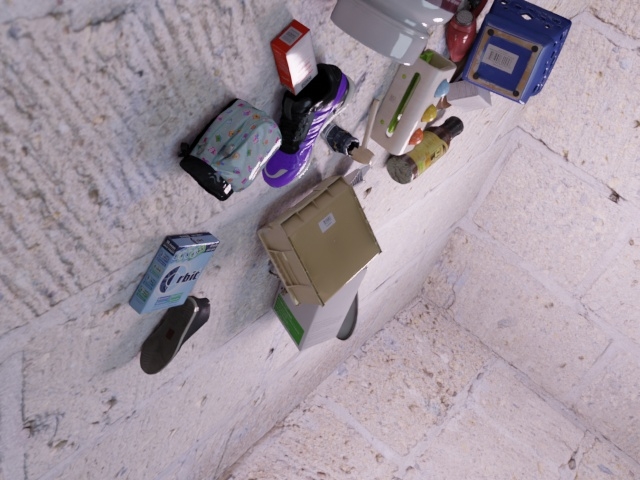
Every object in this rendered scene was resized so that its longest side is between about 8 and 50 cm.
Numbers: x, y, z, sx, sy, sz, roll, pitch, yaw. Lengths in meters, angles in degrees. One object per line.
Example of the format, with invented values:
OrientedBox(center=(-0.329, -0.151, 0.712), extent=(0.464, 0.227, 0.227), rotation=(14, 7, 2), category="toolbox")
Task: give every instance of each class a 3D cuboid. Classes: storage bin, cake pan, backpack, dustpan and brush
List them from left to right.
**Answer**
OrientedBox(center=(-0.163, -0.171, 1.314), extent=(0.182, 0.115, 0.152), rotation=(-52, 160, -8), category="backpack")
OrientedBox(center=(0.000, 0.000, 1.860), extent=(0.262, 0.123, 0.260), rotation=(-40, 115, -31), category="storage bin")
OrientedBox(center=(0.043, 0.193, 2.348), extent=(0.054, 0.293, 0.293), rotation=(-2, 139, -23), category="cake pan")
OrientedBox(center=(0.064, -0.142, 2.013), extent=(0.211, 0.060, 0.147), rotation=(-32, -179, 22), category="dustpan and brush")

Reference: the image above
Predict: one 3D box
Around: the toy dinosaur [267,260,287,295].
OrientedBox(center=(-0.102, 0.086, 2.015), extent=(0.053, 0.093, 0.183), rotation=(-41, 160, -30), category="toy dinosaur")

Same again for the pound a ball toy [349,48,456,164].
OrientedBox(center=(0.230, -0.346, 1.907), extent=(0.208, 0.136, 0.319), rotation=(-29, 152, -50), category="pound a ball toy")

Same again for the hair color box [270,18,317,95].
OrientedBox(center=(-0.049, -0.352, 1.351), extent=(0.072, 0.043, 0.141), rotation=(-47, 161, -13), category="hair color box")

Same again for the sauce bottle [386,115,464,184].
OrientedBox(center=(0.362, -0.314, 2.340), extent=(0.344, 0.111, 0.111), rotation=(-40, 159, -31), category="sauce bottle")

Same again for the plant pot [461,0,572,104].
OrientedBox(center=(0.548, -0.539, 1.996), extent=(0.212, 0.236, 0.236), rotation=(-47, 159, -48), category="plant pot")

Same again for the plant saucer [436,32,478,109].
OrientedBox(center=(0.447, -0.532, 2.236), extent=(0.278, 0.041, 0.278), rotation=(-44, 161, -19), category="plant saucer")

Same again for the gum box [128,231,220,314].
OrientedBox(center=(-0.318, 0.069, 1.531), extent=(0.184, 0.041, 0.157), rotation=(-57, 161, 17), category="gum box")

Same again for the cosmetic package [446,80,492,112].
OrientedBox(center=(0.471, -0.457, 2.202), extent=(0.239, 0.099, 0.060), rotation=(-4, 88, -67), category="cosmetic package")

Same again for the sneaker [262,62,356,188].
OrientedBox(center=(-0.051, -0.253, 1.476), extent=(0.293, 0.102, 0.146), rotation=(-57, 158, 3), category="sneaker")

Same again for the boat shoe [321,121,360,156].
OrientedBox(center=(0.064, -0.243, 1.784), extent=(0.065, 0.083, 0.183), rotation=(-53, 163, 7), category="boat shoe")

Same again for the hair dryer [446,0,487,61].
OrientedBox(center=(0.434, -0.626, 1.944), extent=(0.224, 0.080, 0.293), rotation=(-31, 154, -49), category="hair dryer")

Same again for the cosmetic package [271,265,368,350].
OrientedBox(center=(-0.010, 0.149, 2.159), extent=(0.155, 0.197, 0.365), rotation=(-17, 145, -30), category="cosmetic package")

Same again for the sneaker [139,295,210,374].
OrientedBox(center=(-0.348, 0.236, 1.719), extent=(0.222, 0.083, 0.118), rotation=(-54, 163, 7), category="sneaker")

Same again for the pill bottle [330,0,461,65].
OrientedBox(center=(0.189, -0.539, 1.271), extent=(0.224, 0.224, 0.392), rotation=(-18, 142, -60), category="pill bottle")
